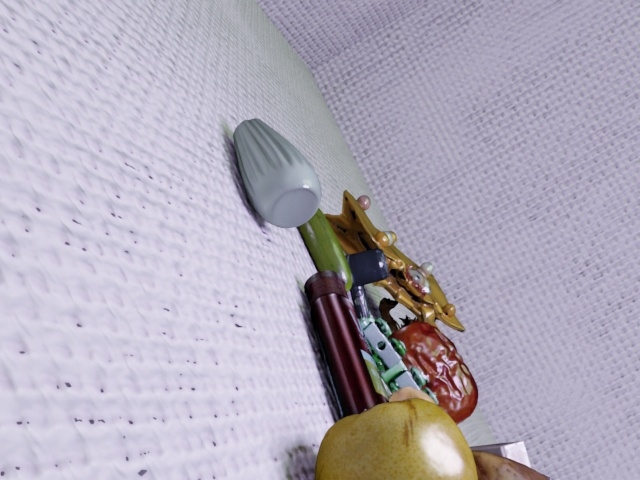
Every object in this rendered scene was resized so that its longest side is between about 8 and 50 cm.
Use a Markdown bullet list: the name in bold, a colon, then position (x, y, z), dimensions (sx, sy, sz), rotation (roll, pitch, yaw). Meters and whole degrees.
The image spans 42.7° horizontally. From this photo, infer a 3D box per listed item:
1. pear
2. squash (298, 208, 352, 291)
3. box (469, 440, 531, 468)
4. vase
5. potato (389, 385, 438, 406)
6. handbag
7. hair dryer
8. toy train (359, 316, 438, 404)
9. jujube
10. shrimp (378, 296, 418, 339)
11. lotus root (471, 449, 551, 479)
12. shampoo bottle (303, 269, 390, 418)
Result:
- **pear**: position (0.098, 0.300, 1.009), dimensions (0.209, 0.209, 0.209), rotation (58, 11, -18)
- **squash**: position (0.000, 0.000, 1.724), dimensions (0.252, 0.066, 0.066), rotation (64, 10, 17)
- **box**: position (0.330, 0.529, 1.383), dimensions (0.204, 0.051, 0.365), rotation (130, -53, -68)
- **vase**: position (-0.091, -0.133, 1.491), dimensions (0.128, 0.128, 0.248), rotation (50, 6, -48)
- **potato**: position (0.180, 0.354, 1.545), dimensions (0.109, 0.118, 0.178), rotation (-60, 145, -37)
- **handbag**: position (0.181, 0.071, 1.982), dimensions (0.401, 0.133, 0.283), rotation (44, 10, -29)
- **hair dryer**: position (0.097, 0.133, 1.764), dimensions (0.071, 0.124, 0.219), rotation (-22, 100, -78)
- **toy train**: position (0.145, 0.265, 1.676), dimensions (0.251, 0.085, 0.119), rotation (57, -15, 0)
- **jujube**: position (0.248, 0.304, 1.846), dimensions (0.250, 0.174, 0.174), rotation (56, 9, 11)
- **shrimp**: position (0.203, 0.224, 2.153), dimensions (0.178, 0.075, 0.289), rotation (57, 24, -9)
- **lotus root**: position (0.218, 0.418, 1.200), dimensions (0.192, 0.272, 0.272), rotation (41, 20, -33)
- **shampoo bottle**: position (0.045, 0.188, 1.386), dimensions (0.129, 0.084, 0.323), rotation (56, 11, -44)
